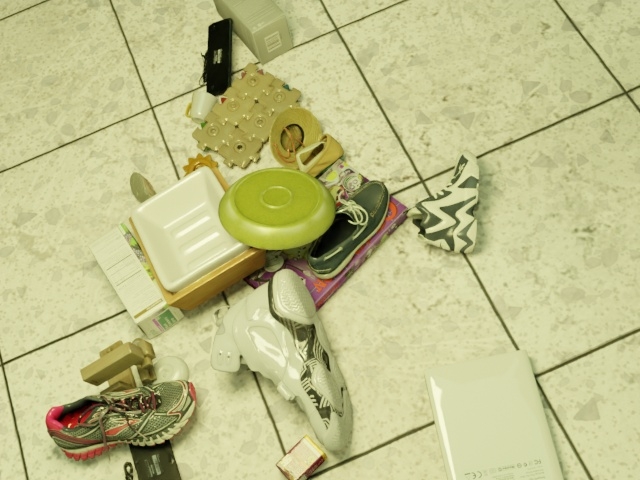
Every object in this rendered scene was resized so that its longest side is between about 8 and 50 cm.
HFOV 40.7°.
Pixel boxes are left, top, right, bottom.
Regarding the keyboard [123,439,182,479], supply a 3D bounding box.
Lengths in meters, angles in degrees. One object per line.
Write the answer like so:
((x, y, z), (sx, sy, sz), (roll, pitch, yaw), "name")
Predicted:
((-0.333, 0.447, 1.679), (0.108, 0.023, 0.180), (-21, 51, -8), "keyboard")

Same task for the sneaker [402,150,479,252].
((0.253, -0.088, 1.826), (0.153, 0.094, 0.234), (4, 73, 3), "sneaker")

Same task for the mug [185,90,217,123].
((-0.287, -0.314, 2.074), (0.062, 0.078, 0.064), (18, 73, -17), "mug")

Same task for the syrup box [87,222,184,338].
((-0.396, 0.087, 1.853), (0.096, 0.093, 0.237), (-35, 62, -9), "syrup box")

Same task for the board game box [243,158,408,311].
((0.000, 0.000, 1.856), (0.208, 0.056, 0.347), (39, 75, 21), "board game box")

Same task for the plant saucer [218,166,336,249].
((-0.089, -0.077, 1.753), (0.241, 0.037, 0.240), (1, 44, -1), "plant saucer")

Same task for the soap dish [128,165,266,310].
((-0.259, -0.004, 1.829), (0.229, 0.118, 0.290), (-32, 48, -3), "soap dish")

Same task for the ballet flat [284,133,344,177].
((-0.049, -0.152, 1.923), (0.232, 0.073, 0.080), (-43, 27, -17), "ballet flat")

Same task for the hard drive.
((0.323, 0.369, 1.603), (0.203, 0.040, 0.307), (-12, 61, 4), "hard drive")

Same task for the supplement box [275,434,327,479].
((-0.036, 0.420, 1.640), (0.083, 0.043, 0.055), (-42, 63, -13), "supplement box")

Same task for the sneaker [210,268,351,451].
((-0.082, 0.256, 1.690), (0.210, 0.137, 0.365), (-24, 74, 14), "sneaker")

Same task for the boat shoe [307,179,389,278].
((0.056, -0.037, 1.794), (0.095, 0.079, 0.254), (32, 70, 29), "boat shoe")

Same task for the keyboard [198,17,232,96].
((-0.250, -0.446, 2.124), (0.100, 0.038, 0.191), (-5, 78, 31), "keyboard")

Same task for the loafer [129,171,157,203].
((-0.401, -0.107, 1.993), (0.045, 0.039, 0.125), (-50, 57, 21), "loafer")

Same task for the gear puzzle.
((-0.195, -0.251, 2.027), (0.176, 0.044, 0.339), (32, 75, 15), "gear puzzle")

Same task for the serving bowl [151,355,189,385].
((-0.314, 0.275, 1.776), (0.083, 0.027, 0.083), (-4, 63, 8), "serving bowl")

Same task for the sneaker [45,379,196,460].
((-0.387, 0.343, 1.684), (0.299, 0.112, 0.120), (-19, 45, 1), "sneaker")

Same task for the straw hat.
((-0.072, -0.234, 1.978), (0.144, 0.144, 0.061), (-52, 26, -17), "straw hat")

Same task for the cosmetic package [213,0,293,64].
((-0.177, -0.565, 2.140), (0.107, 0.127, 0.238), (-31, 63, -7), "cosmetic package")

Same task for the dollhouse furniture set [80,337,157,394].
((-0.413, 0.226, 1.733), (0.144, 0.151, 0.123), (-31, 60, 9), "dollhouse furniture set")
